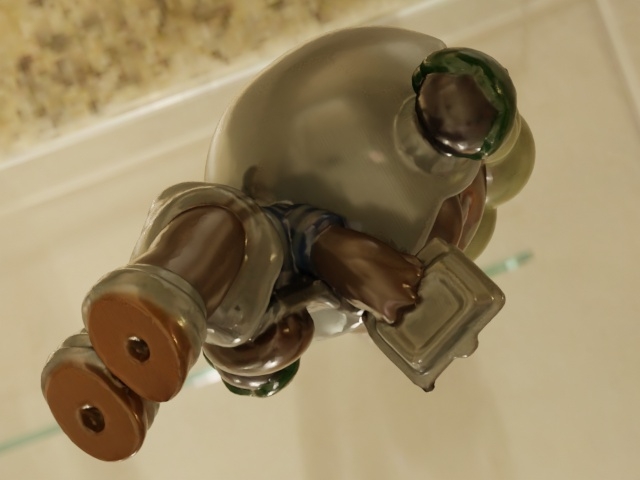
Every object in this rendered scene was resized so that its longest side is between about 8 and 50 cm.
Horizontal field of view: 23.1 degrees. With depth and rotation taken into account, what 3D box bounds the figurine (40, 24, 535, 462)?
[{"bbox_3d":[0.001,0.001,0.448,0.147,0.093,0.197,-49,-175,37],"label":"figurine"}]
